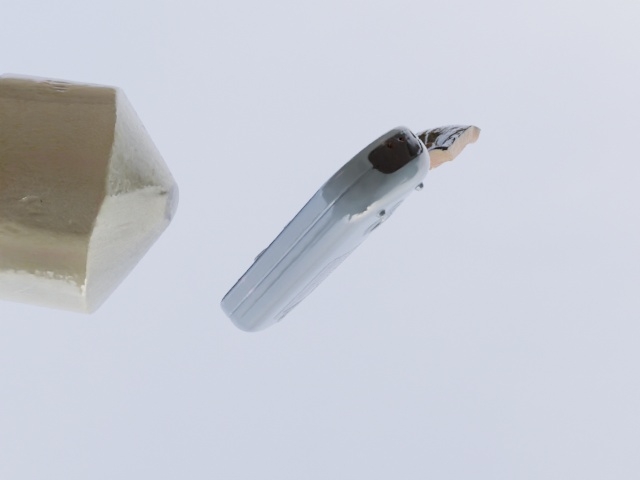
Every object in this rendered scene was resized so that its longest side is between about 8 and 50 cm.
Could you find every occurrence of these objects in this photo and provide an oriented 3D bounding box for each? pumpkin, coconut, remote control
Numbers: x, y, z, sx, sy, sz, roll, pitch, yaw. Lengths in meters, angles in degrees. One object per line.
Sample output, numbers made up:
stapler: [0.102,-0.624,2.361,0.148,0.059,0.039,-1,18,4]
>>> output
pumpkin: [0.119,-0.091,1.156,0.073,0.035,0.101,-11,-165,35]
coconut: [-0.249,-0.042,1.102,0.241,0.241,0.241,-4,-120,7]
remote control: [0.000,0.000,0.816,0.087,0.244,0.047,-31,-100,-38]
